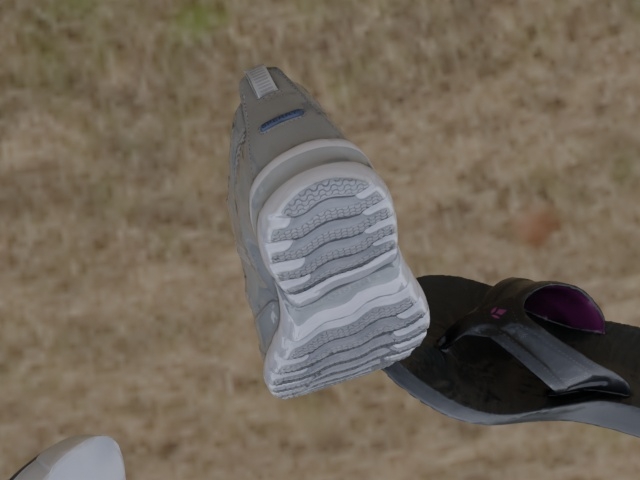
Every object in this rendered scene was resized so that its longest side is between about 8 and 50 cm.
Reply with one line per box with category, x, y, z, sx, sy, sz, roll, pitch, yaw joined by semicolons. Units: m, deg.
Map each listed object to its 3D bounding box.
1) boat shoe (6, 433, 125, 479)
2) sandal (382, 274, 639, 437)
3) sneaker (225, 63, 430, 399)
boat shoe;-0.243;0.228;1.245;0.102;0.301;0.108;6;123;26
sandal;0.248;0.102;1.807;0.446;0.167;0.107;10;135;-29
sneaker;0.000;0.000;1.073;0.105;0.115;0.281;-17;150;-10
